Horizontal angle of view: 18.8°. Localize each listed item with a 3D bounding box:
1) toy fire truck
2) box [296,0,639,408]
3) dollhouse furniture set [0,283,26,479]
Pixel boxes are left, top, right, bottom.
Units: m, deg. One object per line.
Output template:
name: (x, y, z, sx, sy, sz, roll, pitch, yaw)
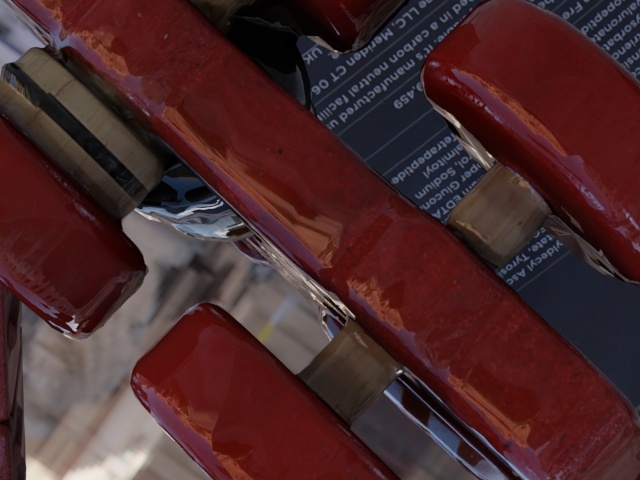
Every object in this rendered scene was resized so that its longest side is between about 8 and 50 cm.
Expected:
toy fire truck: (0.000, 0.000, 0.683, 0.302, 0.169, 0.254, 41, 174, 21)
box: (0.097, -0.186, 1.439, 0.472, 0.297, 0.480, 43, -168, -35)
dollhouse furniture set: (-0.238, 0.017, 0.898, 0.201, 0.152, 0.374, -1, -161, -8)
